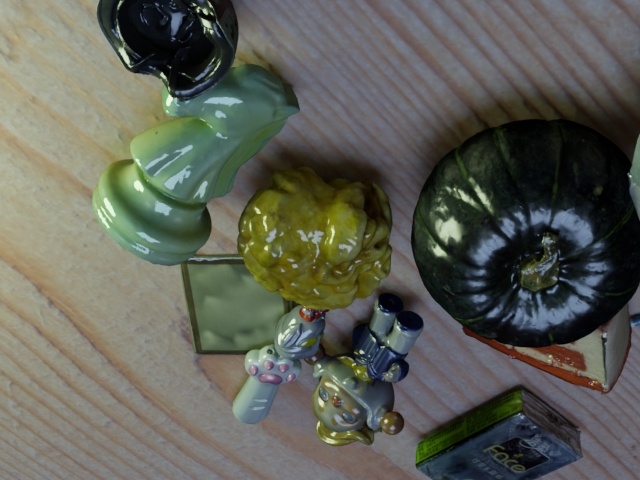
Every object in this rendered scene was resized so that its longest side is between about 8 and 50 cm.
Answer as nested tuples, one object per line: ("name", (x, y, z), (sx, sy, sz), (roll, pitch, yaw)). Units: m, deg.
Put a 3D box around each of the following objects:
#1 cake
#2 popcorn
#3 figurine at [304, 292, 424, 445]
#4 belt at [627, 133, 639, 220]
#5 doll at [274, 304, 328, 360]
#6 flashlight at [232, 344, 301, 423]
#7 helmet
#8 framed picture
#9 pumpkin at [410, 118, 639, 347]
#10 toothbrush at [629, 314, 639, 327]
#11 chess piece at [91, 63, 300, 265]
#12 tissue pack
("cake", (0.354, 0.093, 2.035), (0.262, 0.159, 0.158), (23, 145, 31))
("popcorn", (0.000, 0.000, 1.849), (0.203, 0.200, 0.226), (-2, 117, 49))
("figurine", (0.067, 0.198, 2.113), (0.194, 0.133, 0.274), (19, 116, 28))
("belt", (0.607, -0.080, 1.670), (0.436, 0.173, 0.300), (-5, 115, -13))
("doll", (-0.024, 0.126, 2.065), (0.079, 0.094, 0.180), (39, 124, 16))
("flashlight", (-0.097, 0.242, 2.199), (0.093, 0.047, 0.200), (13, 138, -14))
("helmet", (-0.174, -0.273, 1.652), (0.177, 0.107, 0.153), (36, 135, -5))
("framed picture", (-0.126, 0.103, 2.094), (0.173, 0.010, 0.231), (0, 135, 2))
("pumpkin", (0.282, -0.010, 1.795), (0.323, 0.241, 0.323), (1, 126, 1))
("toothbrush", (0.504, 0.118, 2.073), (0.276, 0.019, 0.025), (-24, 122, 25))
("chess piece", (-0.167, -0.121, 1.782), (0.176, 0.176, 0.298), (27, 120, -22))
("tissue pack", (0.304, 0.357, 2.287), (0.235, 0.073, 0.173), (-32, 127, 31))
